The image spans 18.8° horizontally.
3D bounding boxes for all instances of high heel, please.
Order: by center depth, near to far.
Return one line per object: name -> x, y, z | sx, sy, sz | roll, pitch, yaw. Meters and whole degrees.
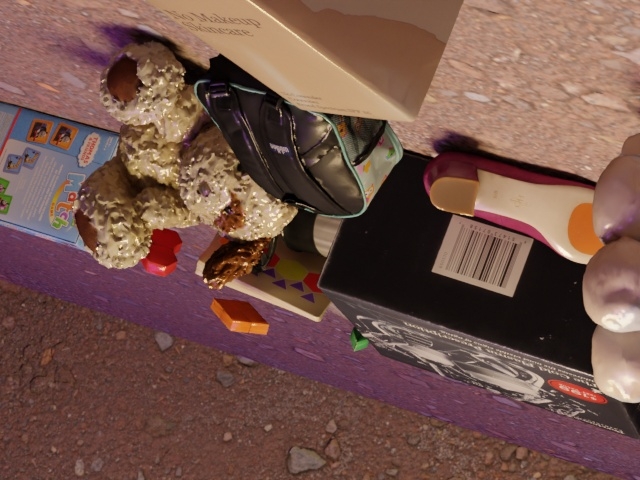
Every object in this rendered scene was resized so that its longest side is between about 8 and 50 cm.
high heel -> 0.226, -0.038, 2.007 | 0.244, 0.082, 0.117 | 9, -163, 1

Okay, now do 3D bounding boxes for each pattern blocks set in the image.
pattern blocks set -> -0.060, 0.033, 2.410 | 0.325, 0.285, 0.026 | 30, 126, 16

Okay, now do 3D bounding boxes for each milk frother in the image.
milk frother -> 0.000, 0.000, 2.352 | 0.135, 0.143, 0.129 | 14, 159, 42

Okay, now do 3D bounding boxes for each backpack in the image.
backpack -> -0.009, -0.114, 1.816 | 0.166, 0.144, 0.188 | 12, 143, 31

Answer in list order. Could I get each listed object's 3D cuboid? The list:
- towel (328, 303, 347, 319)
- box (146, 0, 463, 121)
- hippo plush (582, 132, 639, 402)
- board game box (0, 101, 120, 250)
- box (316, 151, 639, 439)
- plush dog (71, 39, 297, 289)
towel -> -0.005, 0.055, 2.749 | 0.282, 0.049, 0.187 | 31, 173, 22
box -> -0.045, -0.216, 1.502 | 0.148, 0.121, 0.311 | 10, 164, 47
hippo plush -> 0.370, 0.047, 1.648 | 0.237, 0.234, 0.294 | 2, 130, 27
board game box -> -0.374, -0.088, 2.583 | 0.211, 0.160, 0.039 | 16, 168, 27
box -> 0.215, 0.064, 2.176 | 0.343, 0.179, 0.312 | 18, 169, 20
plush dog -> -0.120, -0.079, 2.121 | 0.225, 0.262, 0.211 | 27, -155, 23
